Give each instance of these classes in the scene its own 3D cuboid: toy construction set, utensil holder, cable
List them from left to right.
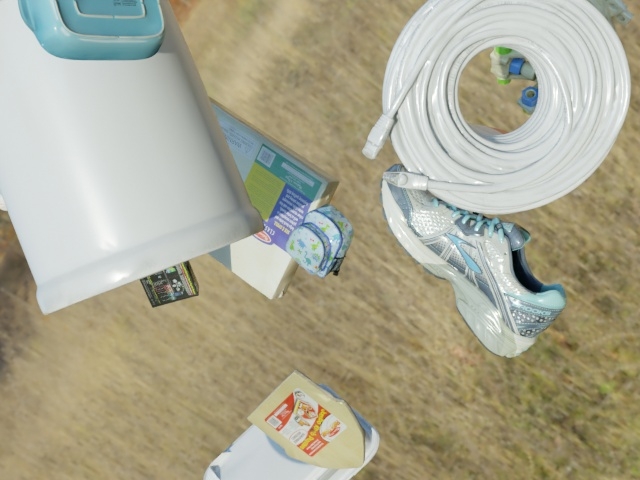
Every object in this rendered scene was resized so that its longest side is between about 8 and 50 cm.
[{"bbox_3d":[-0.292,-0.134,1.313,0.328,0.385,0.327,-20,2,1],"label":"utensil holder"},{"bbox_3d":[0.195,-0.156,1.024,0.089,0.257,0.257,-99,28,-79],"label":"cable"},{"bbox_3d":[0.425,-0.380,1.720,0.327,0.215,0.151,-45,-26,-26],"label":"toy construction set"}]

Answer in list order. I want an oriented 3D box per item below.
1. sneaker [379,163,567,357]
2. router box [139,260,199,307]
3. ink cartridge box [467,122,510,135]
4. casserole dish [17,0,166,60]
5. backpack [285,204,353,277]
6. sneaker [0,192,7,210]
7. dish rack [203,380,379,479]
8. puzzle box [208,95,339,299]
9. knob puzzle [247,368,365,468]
[{"bbox_3d":[0.193,0.001,1.179,0.122,0.283,0.110,-44,-7,31],"label":"sneaker"},{"bbox_3d":[-0.285,0.058,1.748,0.092,0.122,0.038,-14,36,3],"label":"router box"},{"bbox_3d":[0.343,-0.188,1.974,0.134,0.231,0.078,38,116,46],"label":"ink cartridge box"},{"bbox_3d":[-0.246,-0.262,1.068,0.037,0.114,0.188,-17,-4,43],"label":"casserole dish"},{"bbox_3d":[0.000,0.000,1.724,0.084,0.105,0.114,-21,-34,-51],"label":"backpack"},{"bbox_3d":[-0.625,-0.091,2.008,0.115,0.090,0.232,-27,12,-14],"label":"sneaker"},{"bbox_3d":[-0.074,0.423,1.858,0.333,0.072,0.285,-43,34,-10],"label":"dish rack"},{"bbox_3d":[-0.182,-0.102,1.906,0.052,0.409,0.272,-11,-48,-60],"label":"puzzle box"},{"bbox_3d":[-0.003,0.309,1.586,0.213,0.213,0.030,-42,8,40],"label":"knob puzzle"}]
